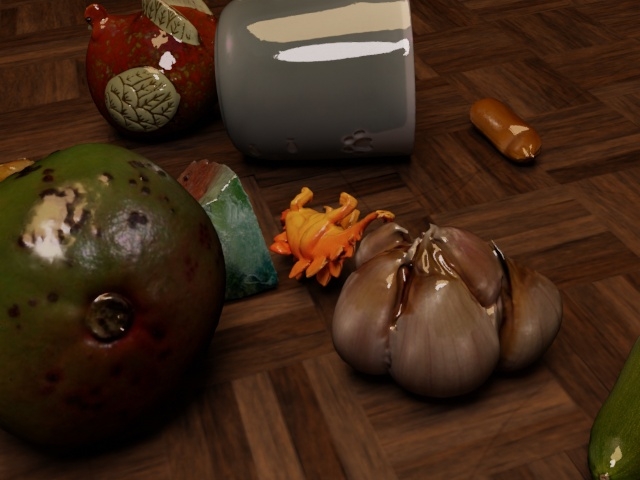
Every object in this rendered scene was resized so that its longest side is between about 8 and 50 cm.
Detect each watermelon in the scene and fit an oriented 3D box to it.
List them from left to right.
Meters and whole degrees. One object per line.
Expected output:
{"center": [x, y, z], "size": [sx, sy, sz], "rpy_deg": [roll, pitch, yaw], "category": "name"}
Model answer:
{"center": [-0.148, -0.036, 0.967], "size": [0.095, 0.154, 0.241], "rpy_deg": [-18, 26, -17], "category": "watermelon"}

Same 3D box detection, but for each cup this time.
{"center": [-0.004, -0.253, 1.163], "size": [0.275, 0.259, 0.356], "rpy_deg": [-3, 6, 2], "category": "cup"}

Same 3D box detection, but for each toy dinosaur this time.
{"center": [0.000, 0.000, 0.898], "size": [0.117, 0.070, 0.288], "rpy_deg": [-58, 25, -7], "category": "toy dinosaur"}

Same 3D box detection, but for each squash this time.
{"center": [0.310, 0.146, 0.708], "size": [0.069, 0.069, 0.258], "rpy_deg": [21, 42, 30], "category": "squash"}

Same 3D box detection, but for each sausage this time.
{"center": [0.283, -0.168, 1.146], "size": [0.062, 0.054, 0.183], "rpy_deg": [-40, 42, 6], "category": "sausage"}

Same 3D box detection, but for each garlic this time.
{"center": [0.121, 0.081, 0.752], "size": [0.214, 0.191, 0.160], "rpy_deg": [23, 69, 16], "category": "garlic"}

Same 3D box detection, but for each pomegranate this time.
{"center": [-0.249, 0.031, 0.754], "size": [0.291, 0.290, 0.323], "rpy_deg": [-21, 39, -21], "category": "pomegranate"}

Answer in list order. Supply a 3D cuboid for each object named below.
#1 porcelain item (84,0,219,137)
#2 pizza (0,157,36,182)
{"center": [-0.275, -0.294, 1.204], "size": [0.253, 0.252, 0.253], "rpy_deg": [-3, 37, 2], "category": "porcelain item"}
{"center": [-0.533, -0.064, 1.073], "size": [0.134, 0.056, 0.271], "rpy_deg": [3, 21, 43], "category": "pizza"}
